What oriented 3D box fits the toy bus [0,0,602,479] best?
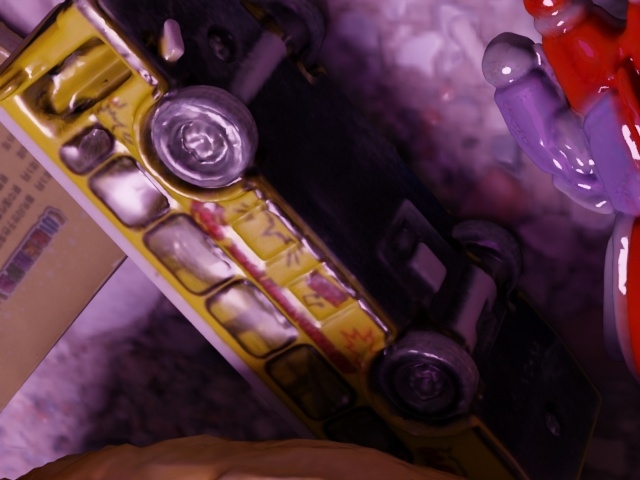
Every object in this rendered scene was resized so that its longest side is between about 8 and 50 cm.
[{"bbox_3d":[0.000,0.000,0.582,0.074,0.081,0.226,-30,111,38],"label":"toy bus"}]

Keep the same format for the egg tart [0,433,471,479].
[{"bbox_3d":[0.020,0.197,0.620,0.345,0.132,0.345,17,148,11],"label":"egg tart"}]

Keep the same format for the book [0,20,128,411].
[{"bbox_3d":[-0.165,-0.029,0.658,0.192,0.013,0.168,38,126,-7],"label":"book"}]

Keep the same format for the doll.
[{"bbox_3d":[0.123,0.007,0.539,0.102,0.075,0.227,-18,113,36],"label":"doll"}]
